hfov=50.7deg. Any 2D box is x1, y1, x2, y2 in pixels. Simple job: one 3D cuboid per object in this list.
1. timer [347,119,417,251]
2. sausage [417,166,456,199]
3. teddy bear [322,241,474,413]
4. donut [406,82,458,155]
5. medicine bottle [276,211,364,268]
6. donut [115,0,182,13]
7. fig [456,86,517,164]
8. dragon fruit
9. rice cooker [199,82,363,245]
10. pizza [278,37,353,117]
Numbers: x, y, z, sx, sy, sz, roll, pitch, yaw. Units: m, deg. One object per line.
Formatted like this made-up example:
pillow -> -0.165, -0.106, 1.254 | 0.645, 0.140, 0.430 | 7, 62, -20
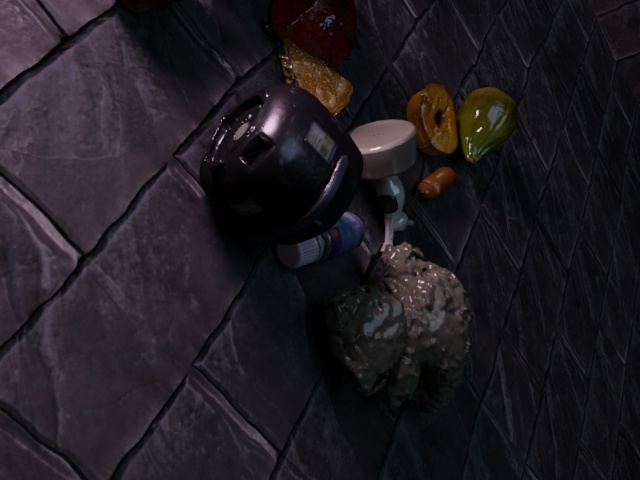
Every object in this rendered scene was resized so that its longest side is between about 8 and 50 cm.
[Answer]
timer -> 0.153, -0.120, 1.535 | 0.175, 0.175, 0.266 | -47, 131, -45
sausage -> 0.300, -0.144, 1.749 | 0.062, 0.054, 0.183 | 41, 44, 11
teddy bear -> 0.147, 0.174, 1.401 | 0.367, 0.224, 0.357 | 9, 72, -30
donut -> 0.292, -0.312, 1.781 | 0.174, 0.075, 0.190 | -18, 95, -50
medicine bottle -> 0.000, 0.000, 1.349 | 0.203, 0.083, 0.083 | -19, 92, -47
donut -> -0.271, -0.474, 1.177 | 0.144, 0.126, 0.186 | 36, 49, -26
fig -> 0.452, -0.320, 1.909 | 0.167, 0.167, 0.233 | 36, 89, -35
dragon fruit -> 0.015, -0.552, 1.542 | 0.282, 0.100, 0.343 | 29, 58, -44
rice cooker -> -0.074, -0.132, 1.190 | 0.224, 0.267, 0.267 | 40, 51, -31
pizza -> -0.030, -0.340, 1.448 | 0.188, 0.062, 0.199 | -40, 100, -38
